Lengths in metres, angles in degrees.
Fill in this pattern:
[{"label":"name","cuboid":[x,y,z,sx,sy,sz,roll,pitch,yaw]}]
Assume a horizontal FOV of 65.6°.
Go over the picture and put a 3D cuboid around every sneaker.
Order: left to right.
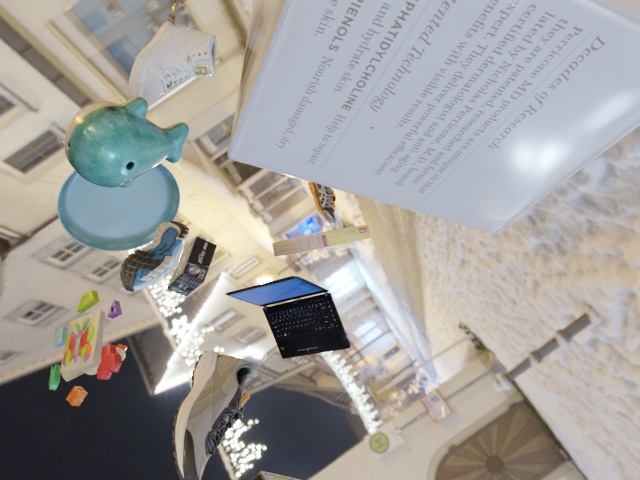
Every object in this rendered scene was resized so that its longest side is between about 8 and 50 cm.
[{"label":"sneaker","cuboid":[-0.287,0.044,0.881,0.071,0.083,0.190,17,-149,5]},{"label":"sneaker","cuboid":[-0.366,-0.447,1.284,0.169,0.292,0.108,14,154,5]},{"label":"sneaker","cuboid":[-0.187,0.304,0.873,0.271,0.108,0.100,-81,-5,-54]},{"label":"sneaker","cuboid":[0.021,-0.145,1.797,0.084,0.083,0.214,61,-172,-60]}]

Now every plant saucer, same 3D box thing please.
[{"label":"plant saucer","cuboid":[-0.551,-0.109,1.370,0.043,0.318,0.317,50,176,41]}]

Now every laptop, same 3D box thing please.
[{"label":"laptop","cuboid":[-0.084,0.216,1.337,0.136,0.234,0.264,-34,-74,-59]}]

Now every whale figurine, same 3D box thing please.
[{"label":"whale figurine","cuboid":[-0.395,-0.197,1.068,0.141,0.216,0.272,41,-148,29]}]

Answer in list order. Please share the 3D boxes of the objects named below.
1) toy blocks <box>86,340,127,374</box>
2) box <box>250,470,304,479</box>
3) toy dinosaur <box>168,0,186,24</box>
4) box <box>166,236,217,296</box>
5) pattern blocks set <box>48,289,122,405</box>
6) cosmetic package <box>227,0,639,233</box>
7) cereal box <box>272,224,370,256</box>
[{"label":"toy blocks","cuboid":[-0.692,0.370,1.627,0.148,0.123,0.054,-92,-12,-72]},{"label":"box","cuboid":[-0.158,0.579,0.957,0.169,0.290,0.087,43,-172,-48]},{"label":"toy dinosaur","cuboid":[-0.369,-0.658,1.333,0.053,0.183,0.093,33,143,-18]},{"label":"box","cuboid":[-0.439,0.091,1.690,0.078,0.147,0.180,27,147,-22]},{"label":"pattern blocks set","cuboid":[-0.590,0.259,1.230,0.026,0.325,0.285,24,-140,-44]},{"label":"cosmetic package","cuboid":[0.132,-0.261,0.599,0.327,0.394,0.329,127,150,-51]},{"label":"cereal box","cuboid":[0.000,0.000,1.437,0.240,0.173,0.047,-11,90,45]}]
